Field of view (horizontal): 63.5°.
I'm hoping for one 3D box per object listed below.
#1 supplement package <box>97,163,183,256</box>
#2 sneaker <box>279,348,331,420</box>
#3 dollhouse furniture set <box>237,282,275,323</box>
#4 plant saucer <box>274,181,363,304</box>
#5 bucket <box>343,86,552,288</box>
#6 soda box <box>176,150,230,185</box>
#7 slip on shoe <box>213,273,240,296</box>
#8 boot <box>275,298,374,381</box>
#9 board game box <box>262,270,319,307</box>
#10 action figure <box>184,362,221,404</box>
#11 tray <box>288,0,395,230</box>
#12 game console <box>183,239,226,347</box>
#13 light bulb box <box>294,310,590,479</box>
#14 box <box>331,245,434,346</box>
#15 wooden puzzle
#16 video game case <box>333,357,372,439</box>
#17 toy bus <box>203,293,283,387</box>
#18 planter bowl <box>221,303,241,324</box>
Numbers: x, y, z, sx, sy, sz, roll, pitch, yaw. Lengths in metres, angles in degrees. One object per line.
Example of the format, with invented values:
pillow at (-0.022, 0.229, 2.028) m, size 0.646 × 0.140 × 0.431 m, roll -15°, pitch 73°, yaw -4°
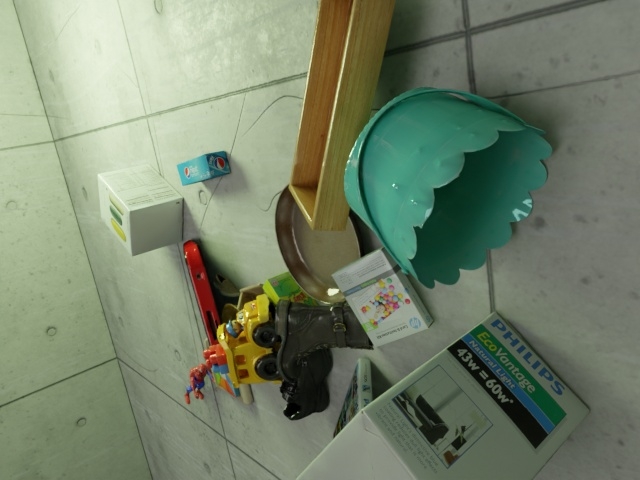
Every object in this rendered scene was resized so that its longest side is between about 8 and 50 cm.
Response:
supplement package at (-0.648, -0.115, 1.867) m, size 0.263 × 0.198 × 0.199 m, roll 40°, pitch 134°, yaw 34°
sneaker at (-0.048, 0.372, 1.403) m, size 0.109 × 0.130 × 0.285 m, roll 22°, pitch 122°, yaw 46°
dollhouse furniture set at (-0.150, 0.219, 1.447) m, size 0.123 × 0.144 × 0.151 m, roll -22°, pitch 52°, yaw 53°
plant saucer at (0.000, 0.000, 1.233) m, size 0.311 × 0.050 × 0.310 m, roll 25°, pitch 125°, yaw 42°
bucket at (0.183, -0.088, 0.789) m, size 0.183 × 0.281 × 0.280 m, roll 43°, pitch 136°, yaw 37°
soda box at (-0.356, -0.216, 1.561) m, size 0.210 × 0.067 × 0.071 m, roll -3°, pitch 103°, yaw 52°
slip on shoe at (-0.307, 0.147, 1.693) m, size 0.135 × 0.052 × 0.041 m, roll 24°, pitch 113°, yaw 51°
boot at (0.014, 0.241, 1.222) m, size 0.229 × 0.091 × 0.262 m, roll 2°, pitch 123°, yaw 6°
board game box at (-0.063, 0.169, 1.355) m, size 0.181 × 0.092 × 0.043 m, roll 54°, pitch 140°, yaw 19°
action figure at (-0.479, 0.600, 2.086) m, size 0.139 × 0.092 × 0.280 m, roll 53°, pitch 142°, yaw 31°
tray at (0.027, -0.245, 0.964) m, size 0.202 × 0.076 × 0.410 m, roll -119°, pitch 37°, yaw -57°
game console at (-0.382, 0.193, 1.727) m, size 0.342 × 0.060 × 0.385 m, roll -163°, pitch 59°, yaw -75°
light bulb box at (0.194, 0.361, 0.899) m, size 0.225 × 0.361 × 0.357 m, roll 50°, pitch 140°, yaw 21°
box at (0.128, 0.120, 1.088) m, size 0.145 × 0.038 × 0.186 m, roll -30°, pitch 92°, yaw 38°
wooden puzzle at (-0.346, 0.476, 1.897) m, size 0.239 × 0.044 × 0.220 m, roll 2°, pitch 108°, yaw 51°
video game case at (0.073, 0.501, 1.234) m, size 0.299 × 0.036 × 0.328 m, roll -86°, pitch 7°, yaw -53°
toy bus at (-0.206, 0.270, 1.358) m, size 0.149 × 0.212 × 0.220 m, roll -110°, pitch 12°, yaw -68°
planter bowl at (-0.214, 0.282, 1.596) m, size 0.217 × 0.091 × 0.217 m, roll 29°, pitch 129°, yaw 45°
